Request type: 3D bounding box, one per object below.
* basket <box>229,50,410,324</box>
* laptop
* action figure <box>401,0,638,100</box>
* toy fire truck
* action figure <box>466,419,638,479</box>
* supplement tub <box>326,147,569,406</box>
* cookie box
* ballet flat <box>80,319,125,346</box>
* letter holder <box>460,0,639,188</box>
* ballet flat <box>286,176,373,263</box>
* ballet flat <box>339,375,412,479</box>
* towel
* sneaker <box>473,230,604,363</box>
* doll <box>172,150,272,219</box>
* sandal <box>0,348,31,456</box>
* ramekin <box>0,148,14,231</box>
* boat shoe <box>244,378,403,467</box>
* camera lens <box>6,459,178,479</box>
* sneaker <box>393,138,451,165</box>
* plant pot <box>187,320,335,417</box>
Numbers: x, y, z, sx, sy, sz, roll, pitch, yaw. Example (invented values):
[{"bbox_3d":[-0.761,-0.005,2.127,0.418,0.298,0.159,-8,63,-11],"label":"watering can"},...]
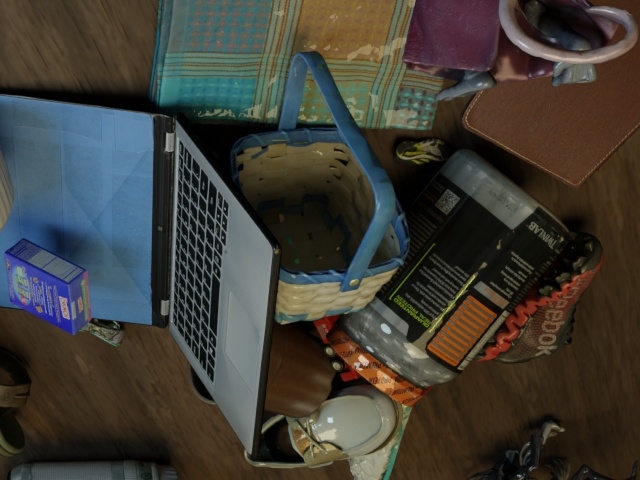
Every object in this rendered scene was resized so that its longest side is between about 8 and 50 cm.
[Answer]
[{"bbox_3d":[0.001,-0.047,1.624,0.201,0.254,0.289,-6,141,-25],"label":"basket"},{"bbox_3d":[-0.256,0.047,1.684,0.236,0.408,0.382,-19,139,-25],"label":"laptop"},{"bbox_3d":[0.168,-0.338,1.386,0.248,0.276,0.370,-4,89,-6],"label":"action figure"},{"bbox_3d":[0.069,0.142,1.918,0.135,0.047,0.192,-20,100,40],"label":"toy fire truck"},{"bbox_3d":[0.390,0.396,2.261,0.276,0.141,0.164,8,146,18],"label":"action figure"},{"bbox_3d":[0.162,0.052,1.776,0.193,0.193,0.316,36,96,-36],"label":"supplement tub"},{"bbox_3d":[-0.348,0.059,1.721,0.107,0.040,0.092,25,136,21],"label":"cookie box"},{"bbox_3d":[-0.327,0.114,1.919,0.114,0.041,0.041,25,124,-31],"label":"ballet flat"},{"bbox_3d":[0.313,-0.246,1.615,0.214,0.152,0.302,24,125,-27],"label":"letter holder"},{"bbox_3d":[0.000,0.000,1.845,0.086,0.086,0.248,28,122,-32],"label":"ballet flat"},{"bbox_3d":[0.097,0.224,2.061,0.147,0.147,0.409,6,129,-16],"label":"ballet flat"},{"bbox_3d":[-0.015,-0.243,1.630,0.370,0.040,0.271,1,134,-12],"label":"towel"},{"bbox_3d":[0.333,0.091,1.977,0.135,0.097,0.276,21,128,-27],"label":"sneaker"},{"bbox_3d":[-0.159,-0.062,1.771,0.189,0.046,0.129,16,124,-20],"label":"doll"},{"bbox_3d":[-0.459,0.199,1.921,0.086,0.120,0.302,-18,135,-13],"label":"sandal"},{"bbox_3d":[-0.465,-0.057,1.601,0.207,0.207,0.109,-14,132,3],"label":"ramekin"},{"bbox_3d":[0.001,0.291,2.021,0.103,0.113,0.302,-18,171,-42],"label":"boat shoe"},{"bbox_3d":[-0.363,0.455,2.106,0.274,0.219,0.219,0,133,-11],"label":"camera lens"},{"bbox_3d":[0.134,-0.116,1.791,0.083,0.031,0.035,2,161,-22],"label":"sneaker"},{"bbox_3d":[-0.077,0.176,1.948,0.167,0.167,0.165,-40,137,25],"label":"plant pot"}]
